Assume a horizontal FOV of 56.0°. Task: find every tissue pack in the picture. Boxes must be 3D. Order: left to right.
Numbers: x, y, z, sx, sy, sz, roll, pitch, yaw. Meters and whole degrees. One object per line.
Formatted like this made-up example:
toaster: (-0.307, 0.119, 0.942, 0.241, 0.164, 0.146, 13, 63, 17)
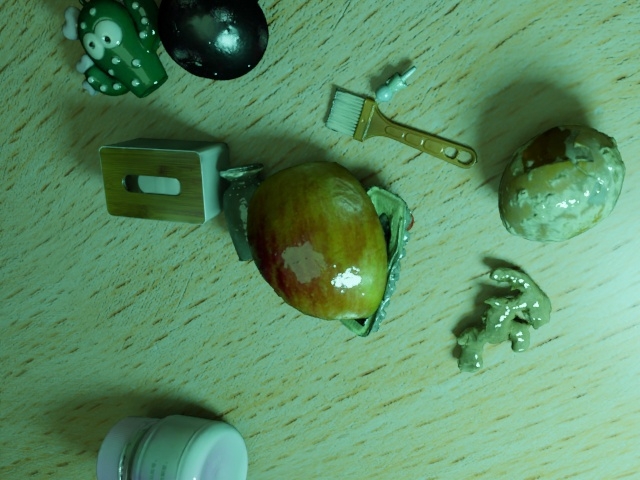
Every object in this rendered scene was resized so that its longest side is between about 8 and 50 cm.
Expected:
tissue pack: (-0.337, -0.137, 1.332, 0.246, 0.136, 0.159, 5, 110, 17)

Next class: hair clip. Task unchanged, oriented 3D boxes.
hair clip: (0.123, 0.043, 1.261, 0.138, 0.091, 0.321, 33, 121, 35)

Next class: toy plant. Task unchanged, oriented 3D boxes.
toy plant: (-0.433, -0.420, 1.278, 0.233, 0.112, 0.243, -5, 113, 16)

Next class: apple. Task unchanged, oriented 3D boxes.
apple: (0.000, 0.000, 1.203, 0.254, 0.179, 0.346, -26, 78, 9)

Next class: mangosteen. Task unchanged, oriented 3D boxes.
mangosteen: (-0.197, -0.436, 1.158, 0.212, 0.211, 0.249, 10, 80, 16)

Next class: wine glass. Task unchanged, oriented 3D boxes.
wine glass: (-0.154, -0.064, 1.307, 0.111, 0.111, 0.204, -5, 105, 21)

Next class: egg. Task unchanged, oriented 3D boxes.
egg: (0.415, -0.095, 1.058, 0.195, 0.195, 0.233, 48, 129, -2)

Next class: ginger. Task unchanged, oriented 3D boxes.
ginger: (0.375, 0.183, 1.242, 0.149, 0.065, 0.258, 23, 112, 8)

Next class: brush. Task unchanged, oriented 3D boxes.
brush: (0.163, -0.212, 1.200, 0.315, 0.017, 0.090, 23, 117, 10)

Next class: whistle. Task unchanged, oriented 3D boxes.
whistle: (0.144, -0.301, 1.163, 0.100, 0.035, 0.035, -36, 94, 25)

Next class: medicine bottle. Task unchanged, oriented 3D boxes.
medicine bottle: (-0.377, 0.575, 1.534, 0.325, 0.256, 0.256, -1, 108, 27)
